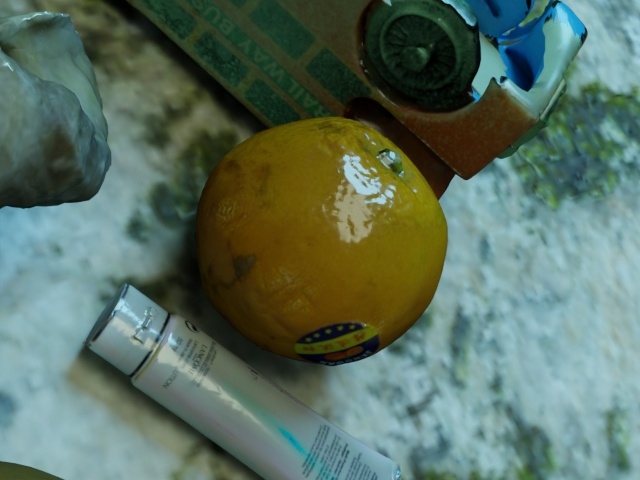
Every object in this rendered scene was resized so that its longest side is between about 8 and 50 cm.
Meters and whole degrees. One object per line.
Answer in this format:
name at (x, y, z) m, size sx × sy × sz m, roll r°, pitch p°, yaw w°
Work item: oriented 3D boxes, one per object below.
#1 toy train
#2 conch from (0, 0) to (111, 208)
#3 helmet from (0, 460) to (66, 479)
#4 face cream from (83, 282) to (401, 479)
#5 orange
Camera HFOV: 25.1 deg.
toy train at (0.001, -0.094, 0.502) m, size 0.188 × 0.099 × 0.072 m, roll 42°, pitch 47°, yaw -6°
conch at (-0.142, -0.035, 0.338) m, size 0.245 × 0.163 × 0.178 m, roll -21°, pitch 88°, yaw -56°
helmet at (-0.091, 0.137, 0.296) m, size 0.224 × 0.130 × 0.198 m, roll -31°, pitch 81°, yaw -39°
face cream at (-0.022, 0.056, 0.454) m, size 0.115 × 0.020 × 0.038 m, roll 36°, pitch 50°, yaw -13°
orange at (0.000, -0.001, 0.461) m, size 0.083 × 0.083 × 0.084 m, roll 15°, pitch 58°, yaw -26°
